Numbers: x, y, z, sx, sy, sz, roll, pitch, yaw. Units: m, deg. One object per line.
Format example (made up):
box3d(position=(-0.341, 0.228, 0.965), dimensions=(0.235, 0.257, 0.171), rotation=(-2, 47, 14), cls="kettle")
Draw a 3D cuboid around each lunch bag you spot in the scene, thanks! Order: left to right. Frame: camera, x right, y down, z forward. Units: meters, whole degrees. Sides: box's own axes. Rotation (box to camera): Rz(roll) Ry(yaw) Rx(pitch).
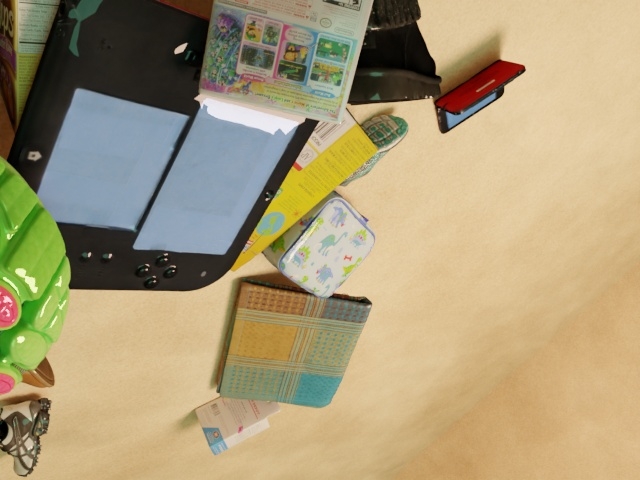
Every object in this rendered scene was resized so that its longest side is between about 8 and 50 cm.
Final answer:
box3d(position=(0.000, 0.000, 1.094), dimensions=(0.176, 0.090, 0.219), rotation=(-50, 146, 0), cls="lunch bag")

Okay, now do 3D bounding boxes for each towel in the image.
box3d(position=(-0.066, 0.230, 1.284), dimensions=(0.271, 0.040, 0.370), rotation=(9, 131, -9), cls="towel")

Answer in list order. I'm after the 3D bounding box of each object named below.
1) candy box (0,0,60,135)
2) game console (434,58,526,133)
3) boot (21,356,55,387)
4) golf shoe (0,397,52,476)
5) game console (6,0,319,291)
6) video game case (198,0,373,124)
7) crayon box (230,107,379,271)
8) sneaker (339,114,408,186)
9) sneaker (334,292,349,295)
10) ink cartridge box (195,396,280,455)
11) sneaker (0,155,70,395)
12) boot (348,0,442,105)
box3d(position=(-0.298, -0.210, 0.621), dimensions=(0.053, 0.109, 0.187), rotation=(-8, 136, -34), cls="candy box")
box3d(position=(0.282, -0.243, 1.062), dimensions=(0.144, 0.124, 0.085), rotation=(-34, 118, -1), cls="game console")
box3d(position=(-0.537, 0.209, 0.956), dimensions=(0.152, 0.073, 0.197), rotation=(-35, 132, -1), cls="boot")
box3d(position=(-0.563, 0.364, 1.122), dimensions=(0.093, 0.077, 0.198), rotation=(8, 121, -30), cls="golf shoe")
box3d(position=(-0.189, -0.085, 0.730), dimensions=(0.342, 0.060, 0.387), rotation=(2, 130, -47), cls="game console")
box3d(position=(-0.036, -0.206, 0.624), dimensions=(0.157, 0.019, 0.143), rotation=(10, 111, -14), cls="video game case")
box3d(position=(-0.087, -0.106, 0.930), dimensions=(0.318, 0.081, 0.202), rotation=(-40, 144, 8), cls="crayon box")
box3d(position=(0.079, -0.151, 1.039), dimensions=(0.166, 0.065, 0.076), rotation=(-34, 161, 5), cls="sneaker")
box3d(position=(-0.021, 0.203, 1.356), dimensions=(0.115, 0.105, 0.281), rotation=(12, 133, -8), cls="sneaker")
box3d(position=(-0.191, 0.412, 1.430), dimensions=(0.181, 0.104, 0.062), rotation=(-24, 144, -13), cls="ink cartridge box")
box3d(position=(-0.412, -0.052, 0.570), dimensions=(0.185, 0.202, 0.483), rotation=(-43, 124, -34), cls="sneaker")
box3d(position=(0.085, -0.311, 0.782), dimensions=(0.131, 0.348, 0.260), rotation=(-1, 102, 14), cls="boot")
